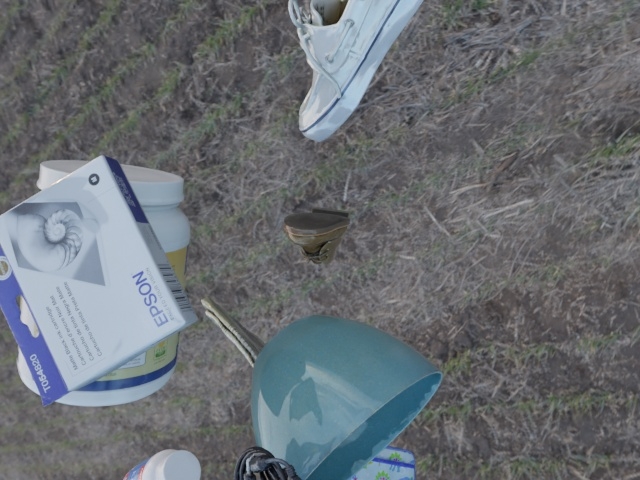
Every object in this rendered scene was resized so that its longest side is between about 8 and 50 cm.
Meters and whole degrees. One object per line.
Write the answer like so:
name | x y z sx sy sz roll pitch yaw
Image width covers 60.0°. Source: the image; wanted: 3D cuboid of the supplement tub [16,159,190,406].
supplement tub | -0.314 0.052 0.816 0.228 0.228 0.316 17 104 32

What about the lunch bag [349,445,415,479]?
lunch bag | 0.126 0.578 1.341 0.219 0.176 0.090 22 152 -25

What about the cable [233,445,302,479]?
cable | -0.058 0.323 0.602 0.150 0.047 0.184 -27 73 50

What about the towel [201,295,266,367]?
towel | -0.166 0.309 1.467 0.324 0.056 0.312 37 170 44

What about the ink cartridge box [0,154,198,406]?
ink cartridge box | -0.288 0.050 0.643 0.224 0.045 0.223 -31 82 7

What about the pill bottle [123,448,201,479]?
pill bottle | -0.370 0.561 1.293 0.124 0.124 0.221 54 130 5

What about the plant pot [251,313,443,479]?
plant pot | 0.009 0.225 0.827 0.195 0.290 0.290 46 132 27

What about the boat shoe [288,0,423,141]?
boat shoe | 0.021 -0.308 0.805 0.156 0.136 0.367 21 137 -18

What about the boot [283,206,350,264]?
boot | 0.000 0.000 1.077 0.112 0.305 0.115 10 97 11
